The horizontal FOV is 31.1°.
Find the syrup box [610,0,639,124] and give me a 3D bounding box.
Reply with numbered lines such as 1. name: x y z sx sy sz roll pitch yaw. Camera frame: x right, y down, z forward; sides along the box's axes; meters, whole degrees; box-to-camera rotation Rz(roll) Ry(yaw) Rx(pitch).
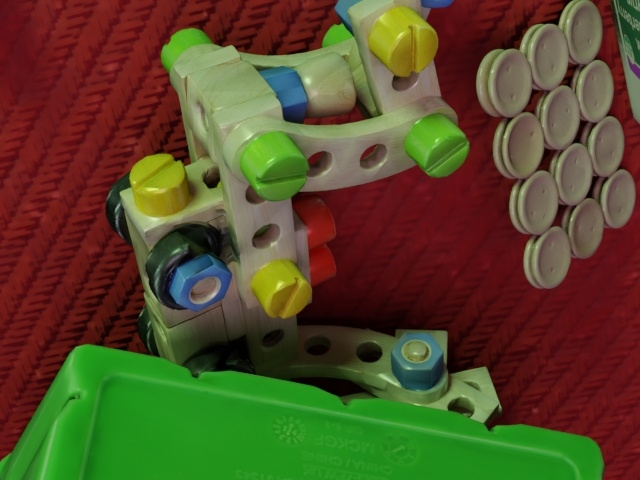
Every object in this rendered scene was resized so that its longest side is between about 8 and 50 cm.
1. syrup box: 0.202 -0.162 0.603 0.096 0.093 0.237 -15 116 5

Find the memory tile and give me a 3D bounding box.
1. memory tile: 0.138 -0.055 0.661 0.012 0.113 0.148 10 127 45

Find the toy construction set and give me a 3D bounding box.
1. toy construction set: 0.000 0.000 0.659 0.215 0.151 0.327 -24 125 -18

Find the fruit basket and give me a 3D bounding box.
1. fruit basket: -0.032 0.248 0.664 0.392 0.283 0.392 1 131 1
